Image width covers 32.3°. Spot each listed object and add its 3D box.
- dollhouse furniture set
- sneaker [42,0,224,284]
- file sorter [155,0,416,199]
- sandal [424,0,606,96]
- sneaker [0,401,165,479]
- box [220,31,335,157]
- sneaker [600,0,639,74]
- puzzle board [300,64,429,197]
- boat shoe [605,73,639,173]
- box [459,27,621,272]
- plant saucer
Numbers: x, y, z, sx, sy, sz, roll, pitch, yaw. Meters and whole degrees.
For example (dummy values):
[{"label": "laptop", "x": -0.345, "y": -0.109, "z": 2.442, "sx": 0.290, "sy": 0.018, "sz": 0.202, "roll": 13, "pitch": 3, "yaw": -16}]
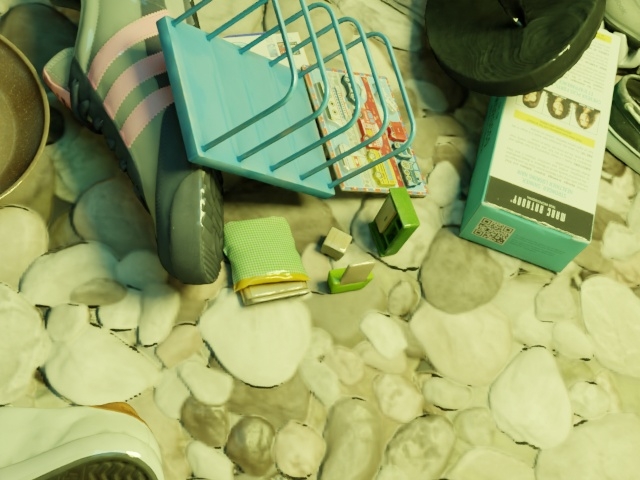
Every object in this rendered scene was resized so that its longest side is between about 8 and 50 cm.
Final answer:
[{"label": "dollhouse furniture set", "x": 0.000, "y": 0.000, "z": 0.890, "sx": 0.152, "sy": 0.058, "sz": 0.076, "roll": -9, "pitch": 65, "yaw": -21}, {"label": "sneaker", "x": -0.152, "y": -0.101, "z": 0.889, "sx": 0.131, "sy": 0.112, "sz": 0.319, "roll": -10, "pitch": 62, "yaw": -2}, {"label": "file sorter", "x": -0.021, "y": -0.118, "z": 0.845, "sx": 0.170, "sy": 0.104, "sz": 0.118, "roll": 12, "pitch": 57, "yaw": -53}, {"label": "sandal", "x": 0.170, "y": -0.315, "z": 1.050, "sx": 0.107, "sy": 0.168, "sz": 0.445, "roll": 49, "pitch": 37, "yaw": -42}, {"label": "sneaker", "x": -0.244, "y": 0.177, "z": 0.716, "sx": 0.290, "sy": 0.123, "sz": 0.105, "roll": -13, "pitch": 110, "yaw": -8}, {"label": "box", "x": -0.045, "y": -0.131, "z": 0.968, "sx": 0.081, "sy": 0.028, "sz": 0.136, "roll": -9, "pitch": 67, "yaw": -21}, {"label": "sneaker", "x": 0.392, "y": -0.184, "z": 1.076, "sx": 0.292, "sy": 0.118, "sz": 0.110, "roll": 30, "pitch": 56, "yaw": -1}, {"label": "puzzle board", "x": 0.040, "y": -0.097, "z": 0.965, "sx": 0.096, "sy": 0.011, "sz": 0.128, "roll": 2, "pitch": 59, "yaw": -37}, {"label": "boat shoe", "x": 0.356, "y": -0.073, "z": 1.029, "sx": 0.219, "sy": 0.070, "sz": 0.077, "roll": 34, "pitch": 58, "yaw": 4}, {"label": "box", "x": 0.202, "y": -0.098, "z": 1.003, "sx": 0.101, "sy": 0.060, "sz": 0.244, "roll": 20, "pitch": 58, "yaw": -4}, {"label": "plant saucer", "x": -0.313, "y": -0.092, "z": 0.861, "sx": 0.199, "sy": 0.036, "sz": 0.198, "roll": 7, "pitch": 60, "yaw": -13}]
